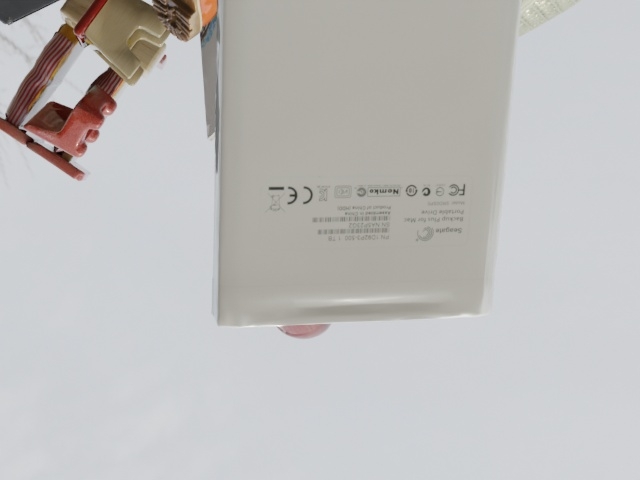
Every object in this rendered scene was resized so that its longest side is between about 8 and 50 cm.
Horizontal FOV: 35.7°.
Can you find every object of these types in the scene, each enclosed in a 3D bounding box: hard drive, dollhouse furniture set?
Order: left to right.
[{"bbox_3d":[-0.293,-0.192,1.152,0.152,0.374,0.201,35,-93,-10],"label":"dollhouse furniture set"},{"bbox_3d":[0.031,-0.095,0.671,0.203,0.308,0.040,-1,-165,-15],"label":"hard drive"}]

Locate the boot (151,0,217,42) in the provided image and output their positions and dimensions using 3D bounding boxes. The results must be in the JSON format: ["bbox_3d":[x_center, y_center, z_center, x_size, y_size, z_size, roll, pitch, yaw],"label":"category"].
[{"bbox_3d":[-0.089,-0.228,0.785,0.084,0.158,0.059,-43,-94,-18],"label":"boot"}]

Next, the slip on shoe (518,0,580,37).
[{"bbox_3d":[0.184,-0.262,1.071,0.123,0.331,0.101,-23,-89,-28],"label":"slip on shoe"}]

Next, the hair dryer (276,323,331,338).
[{"bbox_3d":[0.000,0.000,1.107,0.080,0.224,0.293,15,-161,24],"label":"hair dryer"}]

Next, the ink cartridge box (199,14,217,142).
[{"bbox_3d":[-0.002,-0.249,1.011,0.198,0.197,0.270,-1,-101,-27],"label":"ink cartridge box"}]

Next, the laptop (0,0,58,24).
[{"bbox_3d":[-0.528,-0.519,1.878,0.234,0.264,0.137,-21,-115,16],"label":"laptop"}]
